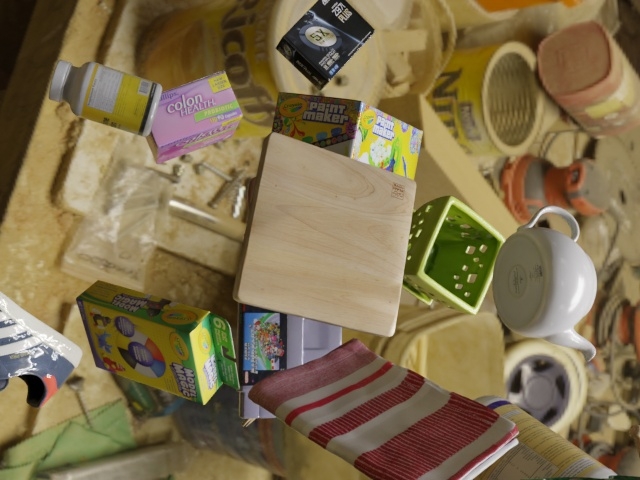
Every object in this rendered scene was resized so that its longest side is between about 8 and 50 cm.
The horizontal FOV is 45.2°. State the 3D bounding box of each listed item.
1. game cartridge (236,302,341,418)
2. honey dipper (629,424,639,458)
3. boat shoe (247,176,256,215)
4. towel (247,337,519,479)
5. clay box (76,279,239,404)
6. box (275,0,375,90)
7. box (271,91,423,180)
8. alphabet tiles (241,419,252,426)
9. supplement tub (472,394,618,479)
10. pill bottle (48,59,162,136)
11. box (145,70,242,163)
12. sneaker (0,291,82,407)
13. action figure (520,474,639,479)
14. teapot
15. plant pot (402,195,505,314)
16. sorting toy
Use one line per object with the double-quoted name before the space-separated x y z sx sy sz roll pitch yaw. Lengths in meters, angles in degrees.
"game cartridge" -0.065 0.202 1.657 0.230 0.068 0.355 3 84 -21
"honey dipper" 0.423 0.315 0.981 0.030 0.030 0.160 29 45 -42
"boat shoe" -0.134 -0.008 2.123 0.123 0.123 0.342 -19 88 -24
"towel" 0.089 0.249 1.113 0.237 0.329 0.037 -18 121 -44
"clay box" -0.219 0.140 1.040 0.053 0.222 0.127 -47 141 -47
"box" 0.012 -0.467 1.785 0.147 0.077 0.180 43 73 -8
"box" 0.042 -0.108 1.460 0.290 0.177 0.279 8 94 -61
"alphabet tiles" -0.082 0.387 2.138 0.011 0.285 0.342 45 34 10
"supplement tub" 0.361 0.443 1.307 0.241 0.331 0.241 -23 128 -33
"pill bottle" -0.387 -0.261 1.387 0.184 0.103 0.103 16 77 -15
"box" -0.320 -0.294 1.873 0.214 0.243 0.117 -23 90 -14
"sneaker" -0.583 0.175 1.335 0.350 0.131 0.148 44 59 -33
"action figure" 0.241 0.326 0.663 0.137 0.063 0.232 3 83 -9
"teapot" 0.501 0.087 1.652 0.187 0.252 0.256 3 116 -18
"plant pot" 0.294 0.039 1.944 0.228 0.207 0.227 34 72 -27
"sorting toy" 0.000 0.000 1.181 0.257 0.089 0.255 16 74 -23
